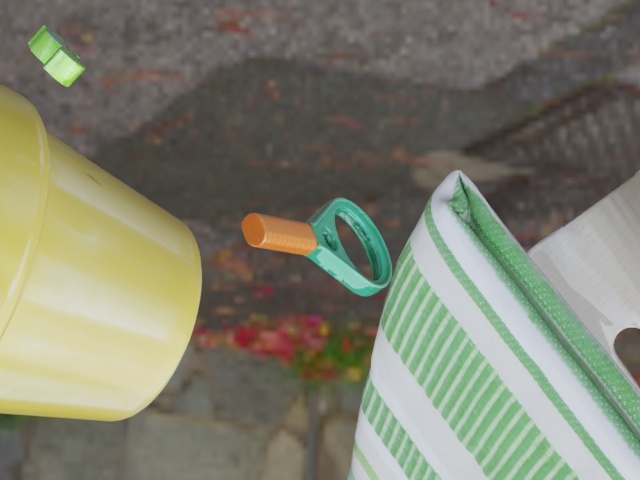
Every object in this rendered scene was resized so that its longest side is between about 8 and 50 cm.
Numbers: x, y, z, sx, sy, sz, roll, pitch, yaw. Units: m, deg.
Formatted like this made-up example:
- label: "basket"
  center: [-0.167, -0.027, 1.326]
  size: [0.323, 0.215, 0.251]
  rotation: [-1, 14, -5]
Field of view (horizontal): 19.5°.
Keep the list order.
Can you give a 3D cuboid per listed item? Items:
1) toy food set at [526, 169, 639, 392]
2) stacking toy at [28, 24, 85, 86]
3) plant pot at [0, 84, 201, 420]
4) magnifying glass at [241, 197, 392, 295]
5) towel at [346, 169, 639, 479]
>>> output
- label: "toy food set"
  center: [0.249, 0.062, 1.257]
  size: [0.092, 0.220, 0.306]
  rotation: [-37, 176, 23]
- label: "stacking toy"
  center: [-0.168, -0.224, 1.178]
  size: [0.167, 0.221, 0.052]
  rotation: [-45, 156, 9]
- label: "plant pot"
  center: [-0.228, 0.022, 1.355]
  size: [0.239, 0.254, 0.254]
  rotation: [21, 154, -33]
- label: "magnifying glass"
  center: [0.000, 0.000, 1.620]
  size: [0.026, 0.092, 0.231]
  rotation: [-29, 163, 25]
- label: "towel"
  center: [0.101, 0.145, 0.970]
  size: [0.038, 0.248, 0.325]
  rotation: [-24, 149, -23]
